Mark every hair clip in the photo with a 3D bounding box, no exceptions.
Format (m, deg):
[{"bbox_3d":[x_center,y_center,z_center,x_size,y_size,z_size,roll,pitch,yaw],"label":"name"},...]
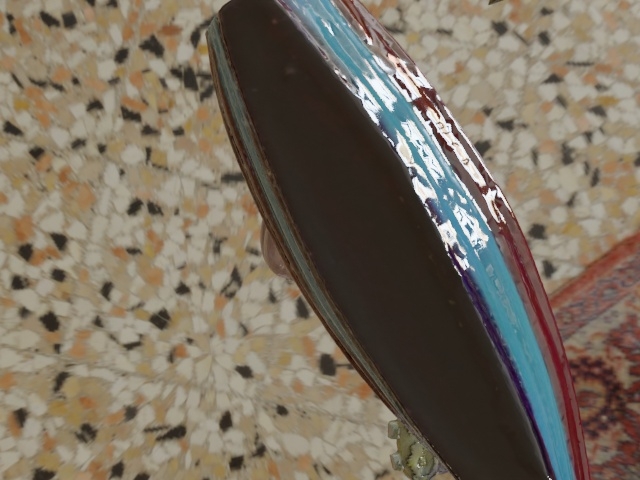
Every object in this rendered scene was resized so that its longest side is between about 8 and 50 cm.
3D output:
[{"bbox_3d":[0.174,0.295,1.795,0.146,0.056,0.187,-9,90,-16],"label":"hair clip"}]

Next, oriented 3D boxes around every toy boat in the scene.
[{"bbox_3d":[0.055,0.027,0.655,0.136,0.079,0.392,-29,91,16],"label":"toy boat"}]

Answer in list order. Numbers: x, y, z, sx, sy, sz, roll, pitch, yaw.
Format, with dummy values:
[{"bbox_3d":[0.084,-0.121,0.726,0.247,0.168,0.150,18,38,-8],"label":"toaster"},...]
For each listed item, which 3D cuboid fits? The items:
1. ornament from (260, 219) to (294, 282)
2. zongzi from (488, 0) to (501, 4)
[{"bbox_3d":[-0.001,0.000,1.611,0.177,0.177,0.178,1,84,-5],"label":"ornament"},{"bbox_3d":[0.318,-0.456,1.984,0.040,0.083,0.076,-6,91,-31],"label":"zongzi"}]
